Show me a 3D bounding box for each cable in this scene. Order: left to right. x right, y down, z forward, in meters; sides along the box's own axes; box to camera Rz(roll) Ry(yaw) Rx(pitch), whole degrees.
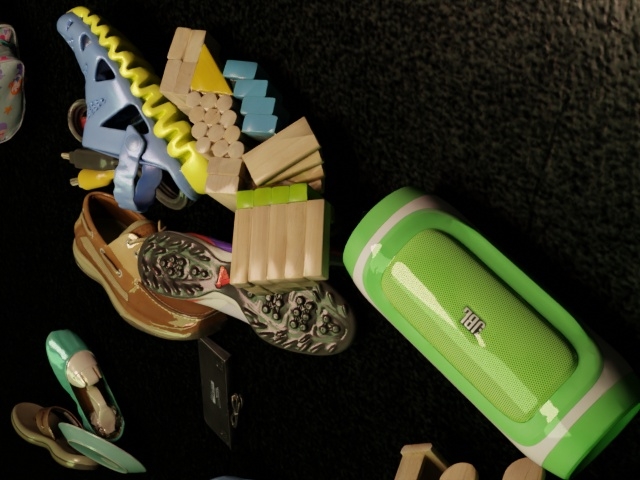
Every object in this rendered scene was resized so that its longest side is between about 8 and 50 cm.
[{"bbox_3d":[-0.273,-0.127,1.415,0.287,0.072,0.140,12,105,33],"label":"cable"}]

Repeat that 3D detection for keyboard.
[{"bbox_3d":[-0.147,0.237,1.496,0.108,0.023,0.180,35,137,42],"label":"keyboard"}]

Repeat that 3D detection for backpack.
[{"bbox_3d":[-0.583,-0.242,1.558,0.191,0.225,0.254,53,147,21],"label":"backpack"}]

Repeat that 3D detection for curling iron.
[{"bbox_3d":[0.000,0.000,1.153,0.274,0.035,0.068,1,96,55],"label":"curling iron"}]

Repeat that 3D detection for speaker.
[{"bbox_3d":[0.159,0.081,0.928,0.296,0.131,0.131,44,140,24],"label":"speaker"}]

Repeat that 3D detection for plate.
[{"bbox_3d":[-0.415,0.399,1.847,0.188,0.024,0.188,22,155,11],"label":"plate"}]

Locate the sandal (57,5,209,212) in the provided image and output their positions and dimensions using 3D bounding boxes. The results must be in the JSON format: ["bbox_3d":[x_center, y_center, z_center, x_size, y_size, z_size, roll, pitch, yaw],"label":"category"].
[{"bbox_3d":[-0.254,-0.161,1.249,0.317,0.138,0.126,55,-173,15],"label":"sandal"}]

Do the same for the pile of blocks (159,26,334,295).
[{"bbox_3d":[-0.063,-0.093,1.119,0.148,0.112,0.362,-28,66,12],"label":"pile of blocks"}]

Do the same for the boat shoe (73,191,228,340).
[{"bbox_3d":[-0.261,0.030,1.422,0.324,0.122,0.120,31,131,35],"label":"boat shoe"}]

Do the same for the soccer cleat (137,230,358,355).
[{"bbox_3d":[-0.080,0.058,1.250,0.318,0.116,0.109,17,98,26],"label":"soccer cleat"}]

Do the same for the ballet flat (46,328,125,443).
[{"bbox_3d":[-0.423,0.271,1.810,0.087,0.083,0.247,7,123,50],"label":"ballet flat"}]

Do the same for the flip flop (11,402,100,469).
[{"bbox_3d":[-0.539,0.389,2.021,0.277,0.112,0.080,21,102,46],"label":"flip flop"}]

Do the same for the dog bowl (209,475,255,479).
[{"bbox_3d":[-0.123,0.500,1.525,0.074,0.165,0.297,12,122,60],"label":"dog bowl"}]

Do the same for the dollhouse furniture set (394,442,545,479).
[{"bbox_3d":[0.185,0.301,1.017,0.242,0.161,0.212,-16,125,40],"label":"dollhouse furniture set"}]
